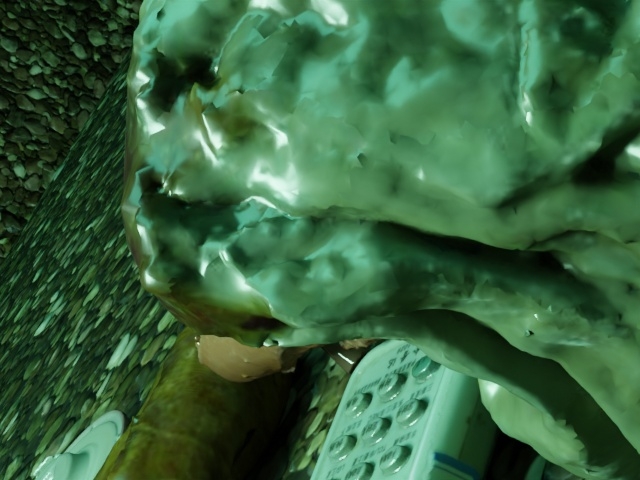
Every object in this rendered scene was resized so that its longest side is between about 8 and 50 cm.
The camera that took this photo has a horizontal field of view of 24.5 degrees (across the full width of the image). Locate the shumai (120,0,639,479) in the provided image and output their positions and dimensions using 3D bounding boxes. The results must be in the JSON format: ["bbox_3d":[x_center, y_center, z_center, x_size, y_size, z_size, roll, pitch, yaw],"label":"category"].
[{"bbox_3d":[0.057,-0.050,0.552,0.304,0.264,0.309,126,137,-65],"label":"shumai"}]

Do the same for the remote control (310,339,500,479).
[{"bbox_3d":[0.022,0.178,0.723,0.128,0.065,0.335,-32,26,48],"label":"remote control"}]

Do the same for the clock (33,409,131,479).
[{"bbox_3d":[-0.242,0.258,1.319,0.244,0.056,0.244,-47,18,21],"label":"clock"}]

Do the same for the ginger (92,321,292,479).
[{"bbox_3d":[-0.092,0.146,1.050,0.133,0.107,0.309,110,-178,-54],"label":"ginger"}]

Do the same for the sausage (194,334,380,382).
[{"bbox_3d":[-0.009,0.036,0.885,0.327,0.087,0.079,-28,72,61],"label":"sausage"}]

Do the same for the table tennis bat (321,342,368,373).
[{"bbox_3d":[0.000,0.000,1.046,0.119,0.170,0.107,-41,-17,-24],"label":"table tennis bat"}]
